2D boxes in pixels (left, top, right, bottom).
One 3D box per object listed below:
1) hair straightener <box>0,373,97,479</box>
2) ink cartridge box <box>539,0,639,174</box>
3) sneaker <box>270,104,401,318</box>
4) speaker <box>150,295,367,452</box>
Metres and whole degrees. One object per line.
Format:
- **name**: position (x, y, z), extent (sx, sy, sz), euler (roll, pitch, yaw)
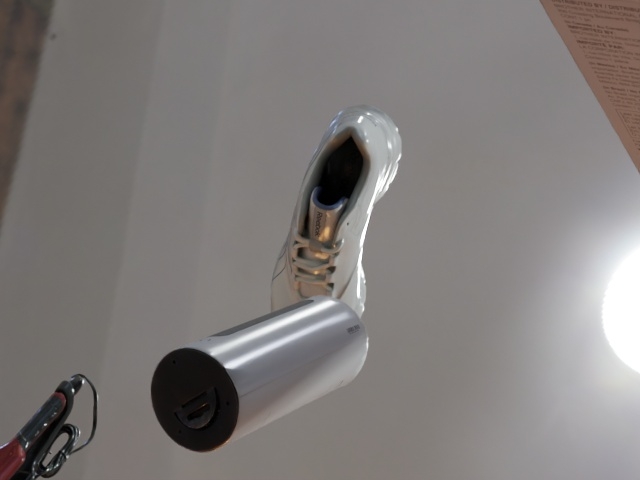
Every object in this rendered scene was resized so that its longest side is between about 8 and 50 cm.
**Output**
- **hair straightener**: position (-0.291, 0.223, 1.281), extent (0.047, 0.089, 0.230), euler (4, -141, 25)
- **ink cartridge box**: position (0.235, -0.076, 0.668), extent (0.185, 0.311, 0.065), euler (17, -109, 43)
- **sneaker**: position (0.000, 0.000, 1.353), extent (0.111, 0.129, 0.297), euler (14, -82, 11)
- **speaker**: position (-0.029, 0.068, 0.678), extent (0.055, 0.136, 0.055), euler (6, -78, 30)
